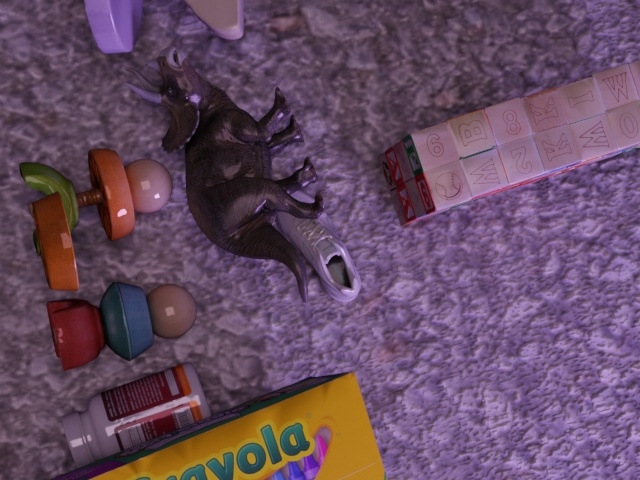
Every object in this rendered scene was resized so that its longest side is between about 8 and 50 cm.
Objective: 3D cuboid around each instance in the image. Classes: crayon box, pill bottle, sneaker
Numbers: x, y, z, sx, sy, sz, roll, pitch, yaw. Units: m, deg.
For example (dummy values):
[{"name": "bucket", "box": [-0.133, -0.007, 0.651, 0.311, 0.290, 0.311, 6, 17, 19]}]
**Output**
[{"name": "crayon box", "box": [-0.087, 0.340, 1.346, 0.363, 0.106, 0.313, -19, 94, -31]}, {"name": "pill bottle", "box": [-0.197, 0.195, 1.430, 0.152, 0.086, 0.086, -18, 88, -9]}, {"name": "sneaker", "box": [0.000, 0.000, 1.486, 0.053, 0.061, 0.152, -36, 89, -7]}]

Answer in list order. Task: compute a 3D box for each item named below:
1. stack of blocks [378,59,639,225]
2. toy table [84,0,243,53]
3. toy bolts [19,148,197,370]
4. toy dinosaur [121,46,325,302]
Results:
[{"name": "stack of blocks", "box": [0.229, -0.109, 1.469, 0.297, 0.171, 0.087, -18, 88, -10]}, {"name": "toy table", "box": [-0.162, -0.341, 1.413, 0.161, 0.252, 0.274, -3, 92, 8]}, {"name": "toy bolts", "box": [-0.213, 0.024, 1.397, 0.158, 0.218, 0.228, -12, 105, -14]}, {"name": "toy dinosaur", "box": [-0.087, -0.066, 1.450, 0.160, 0.121, 0.313, -20, 82, 3]}]
